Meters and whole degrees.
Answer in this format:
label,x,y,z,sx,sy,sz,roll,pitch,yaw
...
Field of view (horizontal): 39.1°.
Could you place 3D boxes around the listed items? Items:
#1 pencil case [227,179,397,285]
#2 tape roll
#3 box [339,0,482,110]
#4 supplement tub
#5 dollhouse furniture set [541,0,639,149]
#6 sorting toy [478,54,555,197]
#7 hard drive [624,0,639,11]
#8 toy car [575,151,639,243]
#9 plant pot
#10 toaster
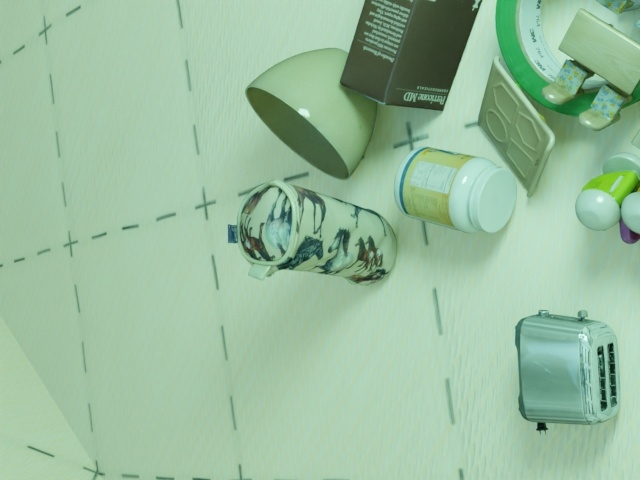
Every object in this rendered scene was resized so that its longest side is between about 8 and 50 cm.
label,x,y,z,sx,sy,sz,roll,pitch,yaw
pencil case,0.000,0.000,1.806,0.160,0.410,0.183,27,98,34
tape roll,0.447,-0.370,1.494,0.321,0.077,0.321,20,120,38
box,0.194,-0.450,1.717,0.143,0.191,0.381,36,117,38
supplement tub,0.255,-0.095,1.711,0.200,0.144,0.144,18,105,43
dollhouse furniture set,0.462,-0.253,1.356,0.242,0.161,0.212,41,132,22
sorting toy,0.354,-0.205,1.622,0.193,0.038,0.208,89,157,-64
hard drive,0.568,-0.549,1.442,0.210,0.040,0.318,-3,90,45
toy car,0.518,-0.055,1.471,0.182,0.159,0.136,7,134,44
plant pot,0.010,-0.291,1.888,0.284,0.284,0.191,32,78,39
toaster,0.430,0.234,1.568,0.146,0.129,0.226,-3,89,43
